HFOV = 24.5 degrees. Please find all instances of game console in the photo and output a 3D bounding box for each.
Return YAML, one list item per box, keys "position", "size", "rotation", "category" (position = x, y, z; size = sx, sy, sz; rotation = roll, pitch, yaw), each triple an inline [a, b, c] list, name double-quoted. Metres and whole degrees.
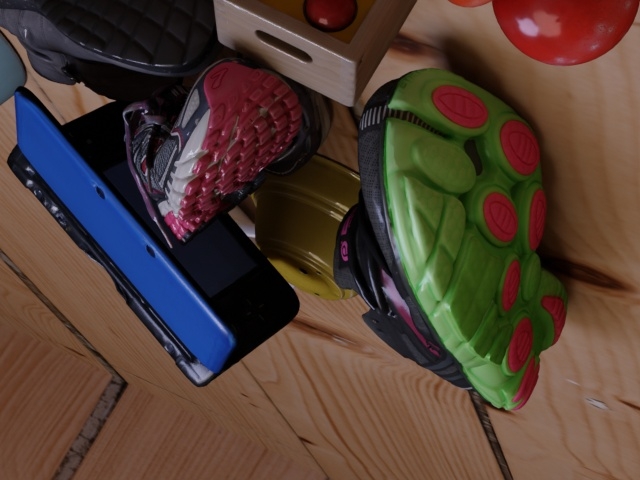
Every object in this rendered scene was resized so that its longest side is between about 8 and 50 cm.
- position: [-0.140, -0.028, 1.374]
  size: [0.293, 0.250, 0.173]
  rotation: [50, 131, 5]
  category: "game console"

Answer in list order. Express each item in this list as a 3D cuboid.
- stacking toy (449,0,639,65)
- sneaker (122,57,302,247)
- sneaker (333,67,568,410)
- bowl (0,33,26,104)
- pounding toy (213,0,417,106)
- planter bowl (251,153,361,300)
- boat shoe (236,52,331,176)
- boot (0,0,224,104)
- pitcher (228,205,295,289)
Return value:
- position: [0.049, -0.205, 0.846]
  size: [0.330, 0.141, 0.141]
  rotation: [33, 162, -21]
  category: "stacking toy"
- position: [-0.103, -0.078, 1.156]
  size: [0.112, 0.121, 0.299]
  rotation: [51, 162, 1]
  category: "sneaker"
- position: [0.089, 0.016, 1.281]
  size: [0.202, 0.185, 0.483]
  rotation: [18, 158, 21]
  category: "sneaker"
- position: [-0.506, -0.201, 1.655]
  size: [0.312, 0.163, 0.311]
  rotation: [26, 161, 10]
  category: "bowl"
- position: [-0.017, -0.177, 1.008]
  size: [0.141, 0.130, 0.100]
  rotation: [27, 162, 9]
  category: "pounding toy"
- position: [0.000, 0.000, 1.525]
  size: [0.217, 0.090, 0.217]
  rotation: [27, 163, 9]
  category: "planter bowl"
- position: [-0.046, -0.113, 1.286]
  size: [0.103, 0.092, 0.285]
  rotation: [30, 162, 2]
  category: "boat shoe"
- position: [-0.175, -0.188, 1.303]
  size: [0.338, 0.118, 0.223]
  rotation: [27, 170, 33]
  category: "boot"
- position: [-0.107, 0.001, 1.679]
  size: [0.207, 0.125, 0.178]
  rotation: [28, 144, -28]
  category: "pitcher"
